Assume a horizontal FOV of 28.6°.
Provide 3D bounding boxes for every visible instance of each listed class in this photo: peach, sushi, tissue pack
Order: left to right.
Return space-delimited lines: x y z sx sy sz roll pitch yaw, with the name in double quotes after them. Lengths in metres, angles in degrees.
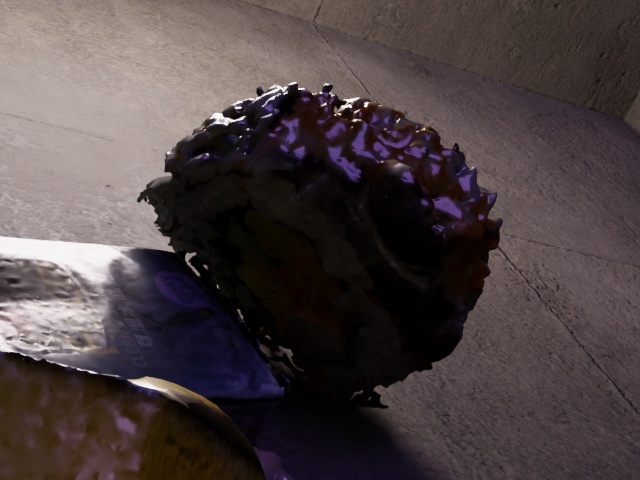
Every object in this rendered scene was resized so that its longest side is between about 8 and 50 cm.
-0.221 0.201 0.900 0.380 0.242 0.306 11 -19 -8 "peach"
-0.244 0.108 1.251 0.361 0.122 0.259 6 32 -41 "tissue pack"
-0.004 -0.001 1.417 0.417 0.417 0.176 29 53 12 "sushi"

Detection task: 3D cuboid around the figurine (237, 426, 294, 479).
-0.051 0.258 1.136 0.245 0.110 0.138 37 -15 20 "figurine"
